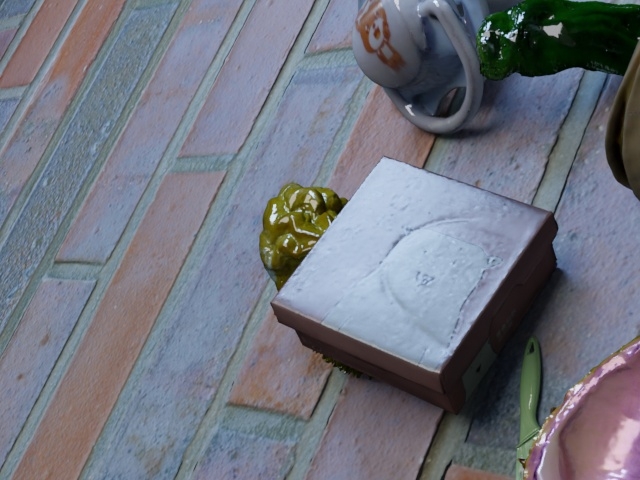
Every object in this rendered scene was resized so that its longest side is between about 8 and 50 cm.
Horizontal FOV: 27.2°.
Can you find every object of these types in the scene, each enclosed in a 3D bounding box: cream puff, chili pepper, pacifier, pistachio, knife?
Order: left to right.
[{"bbox_3d":[0.000,0.000,1.519,0.116,0.146,0.146,-2,56,27],"label":"cream puff"},{"bbox_3d":[0.158,-0.252,1.557,0.207,0.227,0.279,-26,-3,-25],"label":"pacifier"},{"bbox_3d":[0.197,0.178,1.233,0.030,0.014,0.207,-20,47,37],"label":"knife"},{"bbox_3d":[0.277,-0.212,1.388,0.224,0.061,0.098,-1,67,9],"label":"chili pepper"},{"bbox_3d":[0.352,-0.143,1.242,0.137,0.153,0.237,-122,47,-63],"label":"pistachio"}]

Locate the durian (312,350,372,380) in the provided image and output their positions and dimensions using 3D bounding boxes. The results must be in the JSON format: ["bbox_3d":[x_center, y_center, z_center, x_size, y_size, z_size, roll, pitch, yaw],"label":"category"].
[{"bbox_3d":[0.045,0.093,1.399,0.215,0.086,0.100,18,80,32],"label":"durian"}]

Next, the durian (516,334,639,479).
[{"bbox_3d":[0.301,0.155,1.062,0.341,0.112,0.191,-44,25,-4],"label":"durian"}]

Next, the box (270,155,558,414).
[{"bbox_3d":[0.097,0.041,1.321,0.215,0.086,0.215,21,61,34],"label":"box"}]
